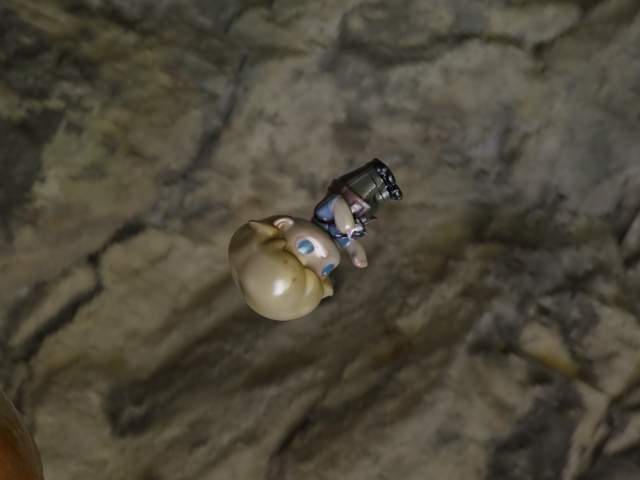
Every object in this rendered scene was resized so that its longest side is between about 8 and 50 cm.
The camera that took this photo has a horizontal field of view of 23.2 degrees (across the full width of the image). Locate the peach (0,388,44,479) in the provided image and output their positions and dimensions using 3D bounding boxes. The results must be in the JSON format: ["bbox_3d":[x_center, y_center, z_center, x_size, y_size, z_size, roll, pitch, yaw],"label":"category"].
[{"bbox_3d":[-0.397,0.161,1.236,0.380,0.242,0.306,20,-146,-6],"label":"peach"}]

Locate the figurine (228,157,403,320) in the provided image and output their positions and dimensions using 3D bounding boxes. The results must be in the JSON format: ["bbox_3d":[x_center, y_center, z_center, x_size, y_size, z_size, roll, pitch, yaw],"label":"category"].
[{"bbox_3d":[0.000,0.000,1.593,0.108,0.196,0.114,55,178,22],"label":"figurine"}]
